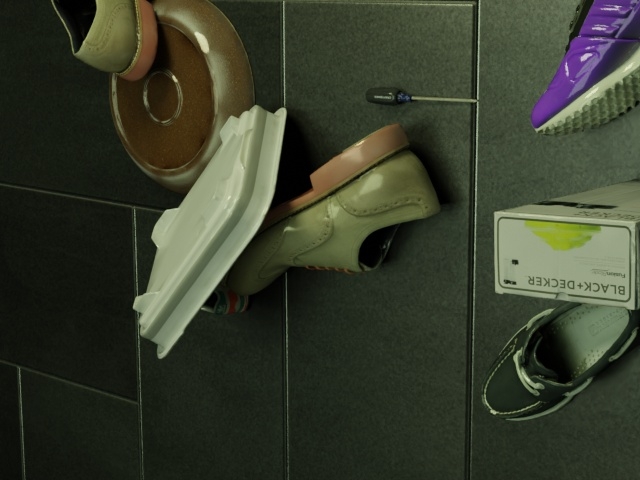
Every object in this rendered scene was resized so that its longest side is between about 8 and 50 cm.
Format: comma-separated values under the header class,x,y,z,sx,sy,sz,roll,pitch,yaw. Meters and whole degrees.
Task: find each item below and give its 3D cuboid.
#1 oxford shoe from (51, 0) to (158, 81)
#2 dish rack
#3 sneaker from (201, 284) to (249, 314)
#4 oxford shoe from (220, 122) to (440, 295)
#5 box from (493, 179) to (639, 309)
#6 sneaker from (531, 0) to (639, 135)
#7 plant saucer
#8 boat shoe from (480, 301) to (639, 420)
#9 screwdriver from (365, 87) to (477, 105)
class,x,y,z,sx,sy,sz,roll,pitch,yaw
oxford shoe,-0.342,-0.402,2.038,0.123,0.130,0.348,-44,53,34
dish rack,-0.163,-0.025,1.904,0.072,0.285,0.333,28,125,-16
sneaker,-0.185,0.066,2.060,0.161,0.075,0.057,30,117,34
oxford shoe,0.000,0.000,1.844,0.397,0.140,0.146,-38,84,44
box,0.331,-0.002,1.436,0.169,0.290,0.087,6,103,42
sneaker,0.331,-0.245,1.525,0.293,0.102,0.146,-44,65,33
plant saucer,-0.226,-0.219,2.060,0.310,0.050,0.311,11,107,41
boat shoe,0.286,0.133,1.639,0.302,0.091,0.114,-47,67,37
screwdriver,0.130,-0.182,1.765,0.170,0.024,0.025,13,78,38
